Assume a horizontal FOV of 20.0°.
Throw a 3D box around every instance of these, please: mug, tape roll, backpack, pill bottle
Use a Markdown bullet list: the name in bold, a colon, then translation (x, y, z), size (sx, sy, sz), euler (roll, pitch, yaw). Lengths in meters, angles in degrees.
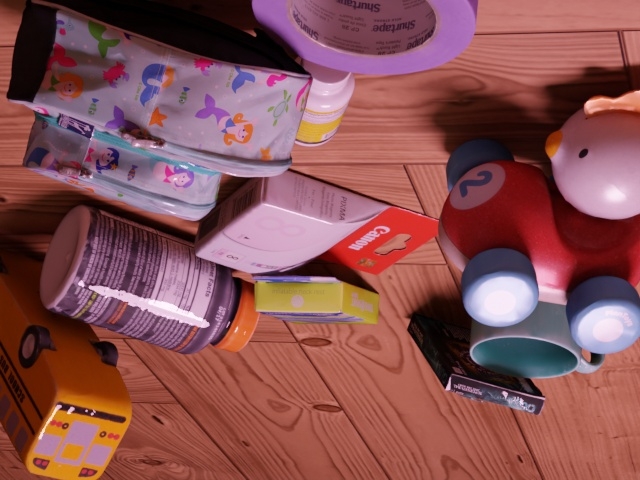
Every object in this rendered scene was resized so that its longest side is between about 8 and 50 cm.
- **mug**: translation (0.248, 0.098, 2.118), size (0.129, 0.097, 0.158), euler (-8, 152, 30)
- **tape roll**: translation (0.040, -0.220, 1.518), size (0.189, 0.080, 0.189), euler (6, 155, 3)
- **backpack**: translation (-0.138, -0.122, 1.603), size (0.253, 0.191, 0.225), euler (10, -172, -1)
- **pill bottle**: translation (-0.193, 0.056, 2.121), size (0.245, 0.130, 0.130), euler (21, 152, -25)
- **pill bottle**: translation (-0.003, -0.141, 1.717), size (0.065, 0.065, 0.116), euler (11, 155, -7)

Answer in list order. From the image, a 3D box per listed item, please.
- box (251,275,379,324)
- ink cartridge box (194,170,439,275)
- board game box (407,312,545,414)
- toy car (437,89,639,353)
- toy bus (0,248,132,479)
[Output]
- **box**: translation (-0.005, 0.072, 2.150), size (0.109, 0.042, 0.178), euler (-1, 172, 18)
- **ink cartridge box**: translation (0.000, 0.000, 2.037), size (0.232, 0.066, 0.189), euler (22, 153, -19)
- **board game box**: translation (0.186, 0.149, 2.195), size (0.126, 0.026, 0.186), euler (16, -164, -17)
- **toy car**: translation (0.243, -0.060, 1.727), size (0.210, 0.219, 0.238), euler (15, 126, -13)
- **toy bus**: translation (-0.332, 0.134, 2.125), size (0.108, 0.130, 0.333), euler (17, -161, -36)
